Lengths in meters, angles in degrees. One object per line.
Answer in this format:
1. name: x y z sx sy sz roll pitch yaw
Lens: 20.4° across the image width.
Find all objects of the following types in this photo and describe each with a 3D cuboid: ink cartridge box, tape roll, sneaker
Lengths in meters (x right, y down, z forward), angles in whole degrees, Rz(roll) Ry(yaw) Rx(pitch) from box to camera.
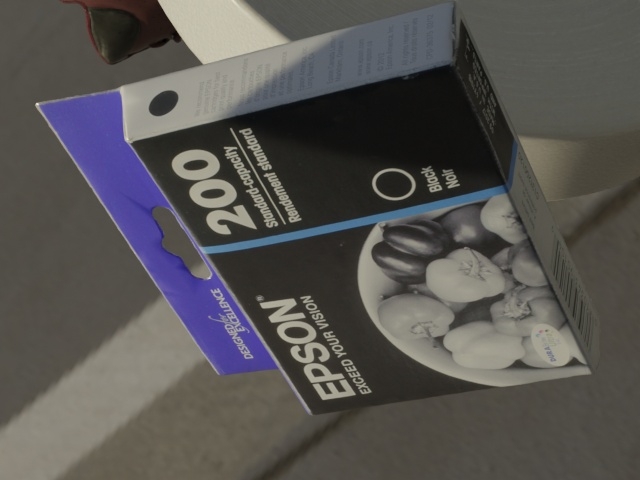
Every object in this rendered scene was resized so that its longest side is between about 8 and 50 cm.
1. ink cartridge box: 0.000 0.000 0.820 0.208 0.206 0.045 -11 44 22
2. tape roll: 0.083 -0.202 1.029 0.072 0.392 0.392 115 164 -56
3. sneaker: -0.097 -0.204 1.493 0.162 0.281 0.106 -46 45 34
